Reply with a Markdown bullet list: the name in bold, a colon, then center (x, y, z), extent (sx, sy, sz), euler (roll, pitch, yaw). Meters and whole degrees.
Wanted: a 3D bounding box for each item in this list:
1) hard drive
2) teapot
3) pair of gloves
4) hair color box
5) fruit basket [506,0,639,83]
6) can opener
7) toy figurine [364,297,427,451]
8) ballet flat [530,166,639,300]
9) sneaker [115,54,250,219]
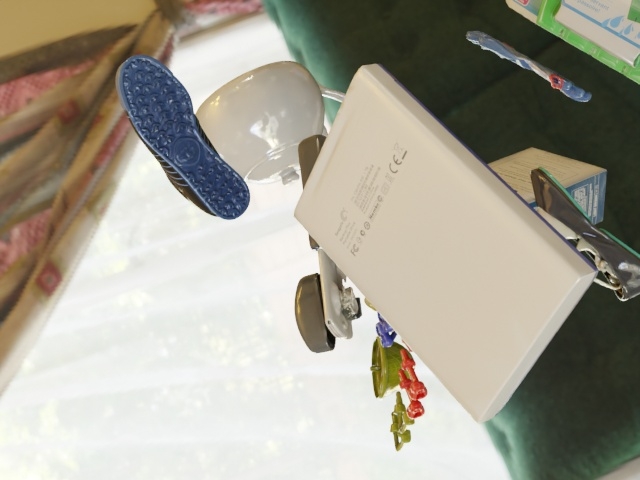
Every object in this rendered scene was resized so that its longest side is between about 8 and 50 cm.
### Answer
- **hard drive**: center (0.110, 0.000, 1.067), extent (0.319, 0.040, 0.210), euler (48, 132, 28)
- **teapot**: center (-0.084, -0.186, 1.859), extent (0.187, 0.256, 0.252), euler (61, -154, 9)
- **pair of gloves**: center (0.296, -0.244, 1.480), extent (0.159, 0.023, 0.198), euler (39, -163, 30)
- **hair color box**: center (0.316, -0.053, 1.804), extent (0.173, 0.347, 0.105), euler (24, 125, 45)
- **fruit basket**: center (0.458, -0.400, 1.416), extent (0.327, 0.165, 0.353), euler (36, 121, 19)
- **can opener**: center (0.000, 0.000, 1.335), extent (0.074, 0.093, 0.281), euler (38, -136, -57)
- **toy figurine**: center (0.196, 0.140, 1.531), extent (0.363, 0.217, 0.191), euler (91, 160, -54)
- **ballet flat**: center (0.320, -0.002, 1.295), extent (0.203, 0.074, 0.074), euler (43, 170, 7)
- **sneaker**: center (-0.177, -0.120, 1.272), extent (0.232, 0.081, 0.090), euler (57, 161, -21)
